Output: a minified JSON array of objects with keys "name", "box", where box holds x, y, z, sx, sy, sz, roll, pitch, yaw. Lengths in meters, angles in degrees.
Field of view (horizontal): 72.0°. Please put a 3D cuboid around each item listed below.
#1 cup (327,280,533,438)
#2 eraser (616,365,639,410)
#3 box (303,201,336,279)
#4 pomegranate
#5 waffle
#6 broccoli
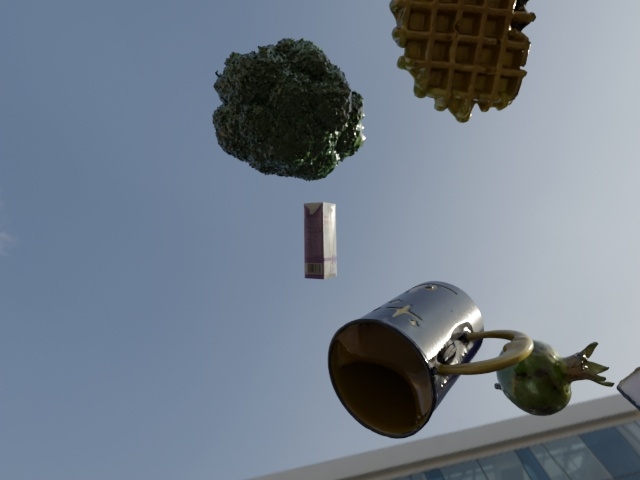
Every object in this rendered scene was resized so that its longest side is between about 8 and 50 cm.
[{"name":"cup","box":[0.188,0.185,0.704,0.256,0.255,0.179,-18,-60,-50]},{"name":"eraser","box":[0.593,0.303,0.654,0.287,0.130,0.086,40,-79,-11]},{"name":"box","box":[0.000,0.000,0.678,0.036,0.050,0.117,-1,-91,26]},{"name":"pomegranate","box":[0.474,0.277,0.911,0.220,0.156,0.156,-11,-61,16]},{"name":"waffle","box":[0.247,-0.353,0.704,0.283,0.065,0.309,-41,-68,6]},{"name":"broccoli","box":[-0.056,-0.224,0.750,0.269,0.270,0.270,1,-36,0]}]
